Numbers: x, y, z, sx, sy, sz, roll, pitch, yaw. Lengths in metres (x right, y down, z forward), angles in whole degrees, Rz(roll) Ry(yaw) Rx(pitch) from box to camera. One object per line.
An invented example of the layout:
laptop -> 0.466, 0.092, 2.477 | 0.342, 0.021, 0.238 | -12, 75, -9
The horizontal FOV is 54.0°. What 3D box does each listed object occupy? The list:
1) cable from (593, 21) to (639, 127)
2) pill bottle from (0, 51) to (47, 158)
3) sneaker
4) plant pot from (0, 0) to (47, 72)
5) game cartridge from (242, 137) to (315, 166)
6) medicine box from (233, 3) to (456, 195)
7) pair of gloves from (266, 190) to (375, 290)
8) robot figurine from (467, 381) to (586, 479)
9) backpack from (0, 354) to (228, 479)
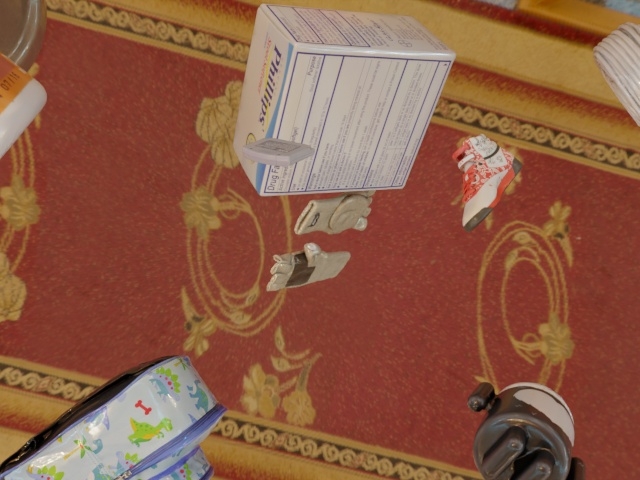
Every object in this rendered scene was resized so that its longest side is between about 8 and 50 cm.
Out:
cable -> 0.553, -0.238, 1.038 | 0.089, 0.257, 0.257 | -37, 62, 24
pill bottle -> -0.280, -0.110, 0.350 | 0.216, 0.121, 0.121 | 41, 86, -26
sneaker -> 0.347, -0.139, 1.429 | 0.145, 0.090, 0.270 | 40, 54, 3
plant pot -> -0.468, -0.300, 0.716 | 0.263, 0.229, 0.263 | 0, 92, -15
game cartridge -> -0.056, -0.110, 0.785 | 0.056, 0.083, 0.017 | -26, 123, -43
medicine box -> 0.030, -0.224, 1.031 | 0.289, 0.149, 0.263 | -5, 133, -27
pair of gloves -> 0.000, 0.000, 1.186 | 0.042, 0.204, 0.240 | 49, 129, 27
robot figurine -> 0.388, 0.372, 1.186 | 0.174, 0.278, 0.209 | -13, 91, 26
backpack -> -0.109, 0.125, 0.369 | 0.114, 0.105, 0.084 | -39, 85, -3
